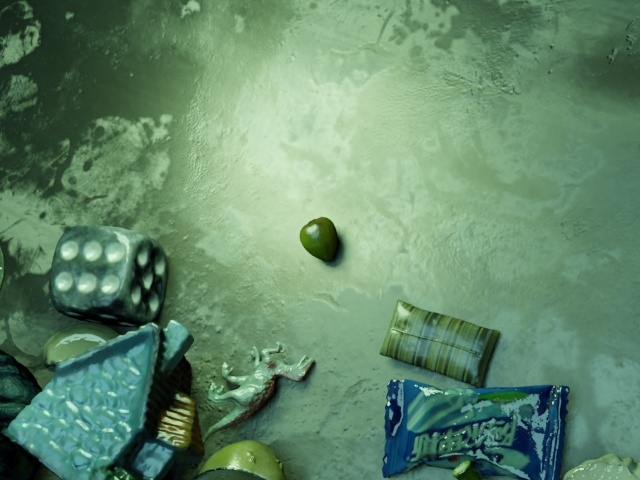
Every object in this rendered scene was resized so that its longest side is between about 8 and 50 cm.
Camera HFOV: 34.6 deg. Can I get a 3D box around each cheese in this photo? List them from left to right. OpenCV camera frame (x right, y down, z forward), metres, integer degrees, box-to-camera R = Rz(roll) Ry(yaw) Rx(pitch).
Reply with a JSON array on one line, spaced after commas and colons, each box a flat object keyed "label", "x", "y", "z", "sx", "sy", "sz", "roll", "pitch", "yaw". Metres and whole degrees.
[{"label": "cheese", "x": -0.425, "y": 0.222, "z": 2.073, "sx": 0.249, "sy": 0.071, "sz": 0.163, "roll": -26, "pitch": 93, "yaw": 7}]

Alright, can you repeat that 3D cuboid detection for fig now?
[{"label": "fig", "x": 0.000, "y": 0.000, "z": 1.996, "sx": 0.074, "sy": 0.074, "sz": 0.088, "roll": -22, "pitch": 90, "yaw": 14}]

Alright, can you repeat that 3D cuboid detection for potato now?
[{"label": "potato", "x": -0.144, "y": 0.434, "z": 1.902, "sx": 0.202, "sy": 0.182, "sz": 0.117, "roll": -45, "pitch": 23, "yaw": 42}]

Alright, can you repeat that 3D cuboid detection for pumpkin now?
[{"label": "pumpkin", "x": -0.721, "y": 0.383, "z": 2.057, "sx": 0.364, "sy": 0.266, "sz": 0.363, "roll": -4, "pitch": 79, "yaw": 20}]

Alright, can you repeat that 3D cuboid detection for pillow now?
[{"label": "pillow", "x": 0.215, "y": 0.187, "z": 1.878, "sx": 0.203, "sy": 0.038, "sz": 0.113, "roll": 16, "pitch": 81, "yaw": 23}]

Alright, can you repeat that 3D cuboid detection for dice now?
[{"label": "dice", "x": -0.426, "y": 0.074, "z": 2.073, "sx": 0.182, "sy": 0.183, "sz": 0.181, "roll": 1, "pitch": 75, "yaw": 19}]

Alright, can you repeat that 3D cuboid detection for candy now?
[{"label": "candy", "x": 0.265, "y": 0.337, "z": 1.800, "sx": 0.331, "sy": 0.077, "sz": 0.187, "roll": 1, "pitch": 74, "yaw": 23}]

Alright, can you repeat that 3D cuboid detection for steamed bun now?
[{"label": "steamed bun", "x": 0.476, "y": 0.438, "z": 1.677, "sx": 0.183, "sy": 0.106, "sz": 0.182, "roll": -11, "pitch": 64, "yaw": 24}]

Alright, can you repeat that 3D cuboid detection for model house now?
[{"label": "model house", "x": -0.326, "y": 0.325, "z": 1.900, "sx": 0.297, "sy": 0.360, "sz": 0.339, "roll": 32, "pitch": 76, "yaw": 15}]

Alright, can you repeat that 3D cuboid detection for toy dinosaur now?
[{"label": "toy dinosaur", "x": -0.136, "y": 0.300, "z": 1.970, "sx": 0.167, "sy": 0.053, "sz": 0.242, "roll": 24, "pitch": 77, "yaw": 18}]

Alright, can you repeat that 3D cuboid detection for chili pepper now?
[{"label": "chili pepper", "x": 0.275, "y": 0.470, "z": 1.752, "sx": 0.052, "sy": 0.050, "sz": 0.201, "roll": -14, "pitch": 99, "yaw": 23}]

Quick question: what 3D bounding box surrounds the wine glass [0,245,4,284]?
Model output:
[{"label": "wine glass", "x": -0.882, "y": 0.041, "z": 2.134, "sx": 0.267, "sy": 0.406, "sz": 0.267, "roll": -4, "pitch": 76, "yaw": 18}]
